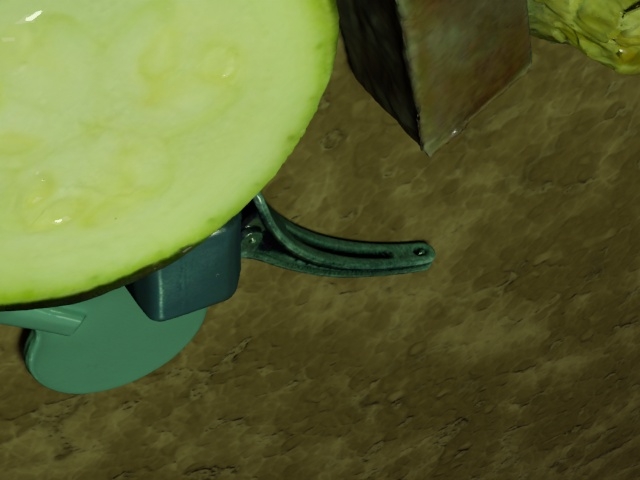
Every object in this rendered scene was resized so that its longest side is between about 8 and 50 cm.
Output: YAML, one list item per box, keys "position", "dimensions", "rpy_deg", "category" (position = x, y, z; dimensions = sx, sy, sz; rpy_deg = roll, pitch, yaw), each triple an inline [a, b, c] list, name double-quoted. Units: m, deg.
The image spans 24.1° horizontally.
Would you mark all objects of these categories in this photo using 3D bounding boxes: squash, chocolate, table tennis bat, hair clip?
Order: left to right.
- position: [-0.112, -0.065, 0.691]
  dimensions: [0.252, 0.049, 0.252]
  rpy_deg: [-22, 145, -17]
  category: "squash"
- position: [-0.181, 0.061, 1.143]
  dimensions: [0.149, 0.038, 0.237]
  rpy_deg: [-41, 150, 18]
  category: "table tennis bat"
- position: [0.000, 0.000, 1.205]
  dimensions: [0.083, 0.048, 0.275]
  rpy_deg: [-46, 149, 20]
  category: "hair clip"
- position: [0.064, -0.196, 0.935]
  dimensions: [0.112, 0.112, 0.321]
  rpy_deg: [-34, 147, -10]
  category: "chocolate"

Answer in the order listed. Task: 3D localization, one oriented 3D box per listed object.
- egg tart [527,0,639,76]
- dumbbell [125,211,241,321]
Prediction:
- position: [0.263, -0.194, 1.033]
  dimensions: [0.279, 0.095, 0.279]
  rpy_deg: [-19, 169, -4]
  category: "egg tart"
- position: [-0.214, 0.010, 0.949]
  dimensions: [0.324, 0.160, 0.144]
  rpy_deg: [-19, 176, -15]
  category: "dumbbell"
